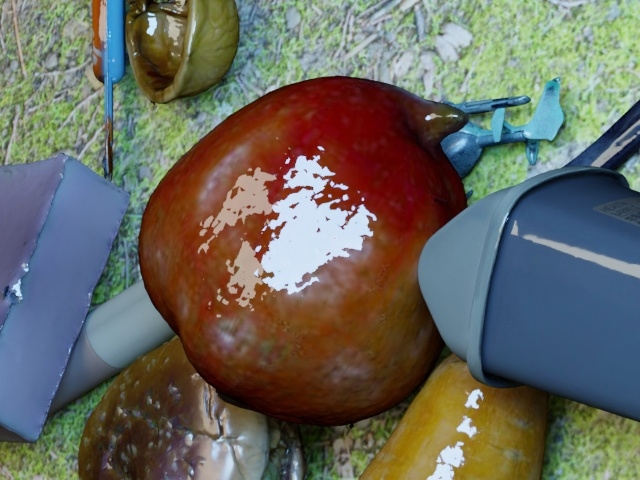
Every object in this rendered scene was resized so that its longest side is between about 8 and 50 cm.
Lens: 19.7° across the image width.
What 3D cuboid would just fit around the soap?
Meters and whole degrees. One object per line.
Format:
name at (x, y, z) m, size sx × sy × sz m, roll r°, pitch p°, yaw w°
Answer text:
soap at (-0.366, 0.064, 1.963) m, size 0.285 × 0.107 × 0.296 m, roll -2°, pitch 60°, yaw 46°

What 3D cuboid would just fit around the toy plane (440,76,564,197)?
toy plane at (0.127, -0.089, 1.706) m, size 0.235 × 0.060 × 0.096 m, roll -7°, pitch 60°, yaw 42°

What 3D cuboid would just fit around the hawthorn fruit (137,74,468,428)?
hawthorn fruit at (-0.016, 0.006, 1.605) m, size 0.295 × 0.295 × 0.311 m, roll 19°, pitch 104°, yaw 41°

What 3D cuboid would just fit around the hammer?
hammer at (0.244, -0.064, 1.612) m, size 0.290 × 0.037 × 0.137 m, roll -45°, pitch 52°, yaw 20°

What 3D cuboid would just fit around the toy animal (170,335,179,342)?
toy animal at (-0.057, 0.067, 1.799) m, size 0.241 × 0.057 × 0.099 m, roll -37°, pitch 71°, yaw 25°

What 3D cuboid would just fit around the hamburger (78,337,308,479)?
hamburger at (-0.132, 0.225, 1.754) m, size 0.243 × 0.146 × 0.286 m, roll 34°, pitch 109°, yaw 43°

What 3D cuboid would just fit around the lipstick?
lipstick at (-0.244, 0.118, 1.933) m, size 0.254 × 0.070 × 0.070 m, roll -32°, pitch 59°, yaw 28°

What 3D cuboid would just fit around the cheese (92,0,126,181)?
cheese at (-0.231, -0.187, 2.008) m, size 0.037 × 0.106 × 0.256 m, roll 0°, pitch 75°, yaw -2°

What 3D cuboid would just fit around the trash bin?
trash bin at (0.242, 0.048, 1.465) m, size 0.290 × 0.209 × 0.182 m, roll 20°, pitch 107°, yaw 36°

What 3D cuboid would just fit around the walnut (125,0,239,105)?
walnut at (-0.133, -0.222, 1.923) m, size 0.211 × 0.087 × 0.167 m, roll 52°, pitch 131°, yaw 54°

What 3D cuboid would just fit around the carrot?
carrot at (0.119, 0.178, 1.577) m, size 0.159 × 0.159 × 0.225 m, roll 14°, pitch 78°, yaw 41°
